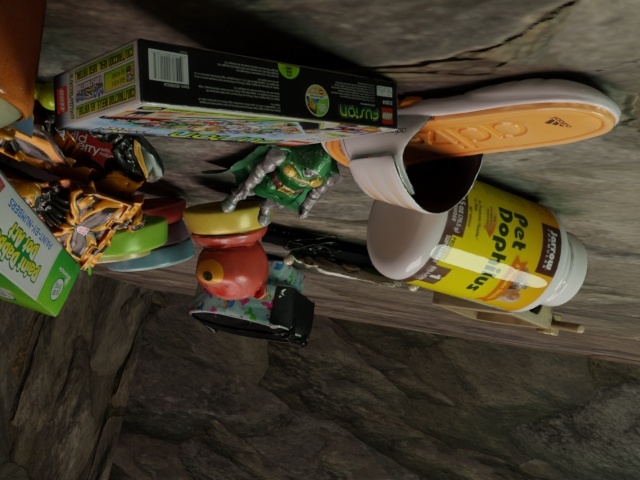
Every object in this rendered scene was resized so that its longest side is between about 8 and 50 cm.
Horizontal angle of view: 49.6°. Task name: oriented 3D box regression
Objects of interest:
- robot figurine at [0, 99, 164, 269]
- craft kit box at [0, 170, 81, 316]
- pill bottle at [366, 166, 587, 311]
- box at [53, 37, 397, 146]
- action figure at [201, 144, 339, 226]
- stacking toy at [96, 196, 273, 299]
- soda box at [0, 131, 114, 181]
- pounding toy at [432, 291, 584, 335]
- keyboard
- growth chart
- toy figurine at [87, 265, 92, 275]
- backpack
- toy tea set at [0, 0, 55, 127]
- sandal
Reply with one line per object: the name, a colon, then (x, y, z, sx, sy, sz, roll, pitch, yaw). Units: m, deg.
robot figurine: (-0.300, -0.067, 0.658, 0.291, 0.085, 0.211, 27, 123, -29)
craft kit box: (-0.321, -0.037, 0.476, 0.250, 0.061, 0.246, 18, 162, 4)
pill bottle: (0.162, 0.004, 0.696, 0.215, 0.117, 0.117, 16, 169, -27)
box: (-0.057, -0.093, 0.470, 0.207, 0.036, 0.114, -3, -178, -42)
action figure: (-0.042, -0.062, 0.738, 0.137, 0.063, 0.232, 18, 165, -19)
stacking toy: (-0.239, 0.025, 0.937, 0.309, 0.130, 0.279, 4, -166, 43)
soda box: (-0.341, -0.098, 0.763, 0.263, 0.092, 0.083, 17, 170, -27)
pounding toy: (0.300, 0.078, 1.014, 0.181, 0.094, 0.206, 3, 167, 42)
keyboard: (0.000, 0.000, 1.139, 0.192, 0.038, 0.100, 11, -167, -7)
growth chart: (0.058, 0.041, 1.160, 0.237, 0.021, 0.172, 12, -168, -2)
toy figurine: (-0.367, -0.008, 1.340, 0.159, 0.130, 0.173, 0, 148, -16)
backpack: (-0.156, 0.131, 1.543, 0.253, 0.191, 0.225, 1, 164, 17)
toy tea set: (-0.333, -0.140, 0.430, 0.336, 0.124, 0.200, 8, 169, 20)
sandal: (0.090, -0.062, 0.529, 0.102, 0.076, 0.265, 19, 167, -37)
